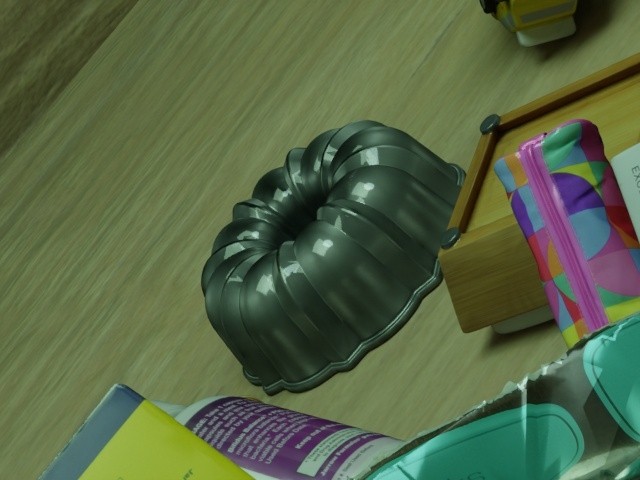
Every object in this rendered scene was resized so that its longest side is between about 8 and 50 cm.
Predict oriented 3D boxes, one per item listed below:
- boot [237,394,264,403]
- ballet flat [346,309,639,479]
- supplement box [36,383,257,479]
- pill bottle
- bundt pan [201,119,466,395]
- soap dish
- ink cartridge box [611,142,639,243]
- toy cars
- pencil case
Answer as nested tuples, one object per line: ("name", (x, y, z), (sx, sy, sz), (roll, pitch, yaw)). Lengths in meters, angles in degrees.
("boot", (-0.064, 0.278, 1.822), (0.211, 0.104, 0.295), (-3, 52, 50))
("ballet flat", (0.207, 0.153, 1.486), (0.408, 0.147, 0.147), (-23, 25, 0))
("supplement box", (-0.048, 0.297, 1.402), (0.356, 0.194, 0.195), (34, 77, 22))
("pill bottle", (-0.045, 0.225, 1.662), (0.301, 0.169, 0.169), (12, 58, 37))
("bundt pan", (0.000, 0.000, 2.112), (0.331, 0.124, 0.331), (-35, 26, 20))
("soap dish", (0.248, -0.053, 1.797), (0.291, 0.118, 0.229), (-24, 32, 42))
("ink cartridge box", (0.386, 0.022, 1.297), (0.330, 0.071, 0.324), (-30, 66, 33))
("toy cars", (0.310, -0.281, 2.090), (0.176, 0.087, 0.393), (-17, 0, -44))
("pencil case", (0.223, 0.019, 1.612), (0.104, 0.104, 0.236), (-32, 68, 29))
